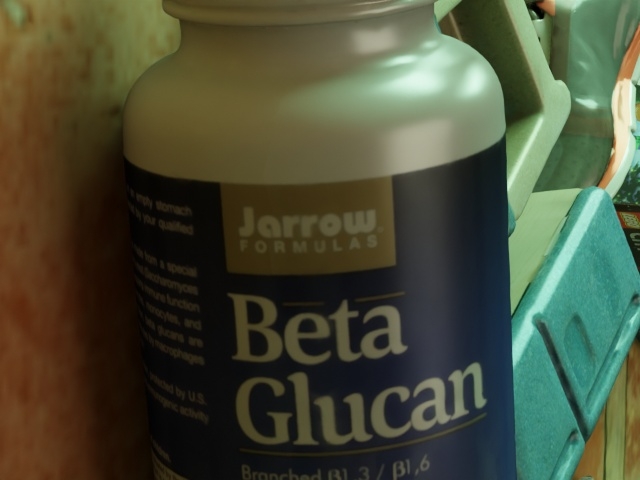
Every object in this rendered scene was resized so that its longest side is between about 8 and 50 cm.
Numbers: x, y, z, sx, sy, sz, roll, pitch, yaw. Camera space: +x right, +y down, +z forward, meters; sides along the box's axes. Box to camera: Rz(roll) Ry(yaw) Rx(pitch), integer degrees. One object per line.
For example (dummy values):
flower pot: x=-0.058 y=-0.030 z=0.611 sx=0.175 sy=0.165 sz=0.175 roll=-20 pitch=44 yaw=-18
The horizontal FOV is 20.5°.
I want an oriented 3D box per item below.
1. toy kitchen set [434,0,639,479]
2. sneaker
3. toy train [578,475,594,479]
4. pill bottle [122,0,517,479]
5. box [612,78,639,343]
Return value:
toy kitchen set: x=0.081 y=-0.029 z=0.486 sx=0.122 sy=0.166 sz=0.207 roll=-55 pitch=129 yaw=-44
sneaker: x=0.081 y=-0.062 z=0.647 sx=0.065 sy=0.061 sz=0.158 roll=37 pitch=60 yaw=-26
toy train: x=0.129 y=0.130 z=0.795 sx=0.083 sy=0.017 sz=0.024 roll=54 pitch=38 yaw=-52
pill bottle: x=0.000 y=0.000 z=0.439 sx=0.094 sy=0.094 sz=0.169 roll=-32 pitch=122 yaw=-57
box: x=0.175 y=-0.036 z=0.824 sx=0.233 sy=0.044 sz=0.159 roll=49 pitch=53 yaw=-55
